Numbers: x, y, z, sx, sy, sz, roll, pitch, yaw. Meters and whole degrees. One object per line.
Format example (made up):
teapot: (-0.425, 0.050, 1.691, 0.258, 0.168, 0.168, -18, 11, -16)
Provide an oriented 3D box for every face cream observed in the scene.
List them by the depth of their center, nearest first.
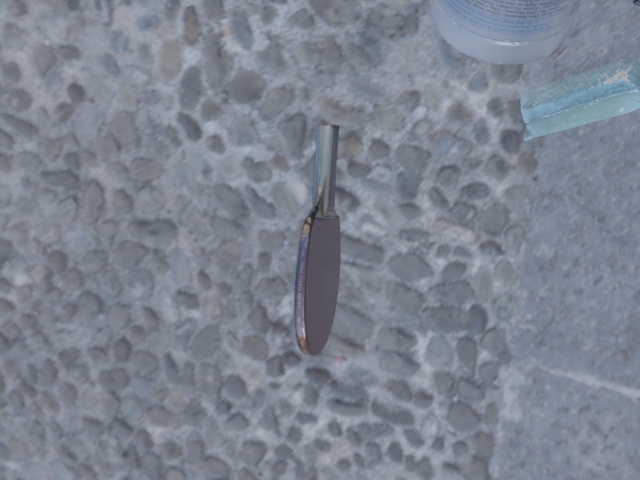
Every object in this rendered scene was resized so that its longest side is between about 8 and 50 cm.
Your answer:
face cream: (0.224, -0.320, 1.151, 0.177, 0.177, 0.153, 27, 150, 13)

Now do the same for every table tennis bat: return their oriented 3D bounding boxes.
table tennis bat: (0.000, 0.000, 0.930, 0.019, 0.130, 0.220, 4, 93, 14)

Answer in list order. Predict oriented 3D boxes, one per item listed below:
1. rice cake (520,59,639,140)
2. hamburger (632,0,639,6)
rice cake: (0.394, -0.214, 1.489, 0.206, 0.069, 0.063, -12, 148, 31)
hamburger: (0.454, -0.391, 1.288, 0.164, 0.093, 0.189, 59, 152, -2)
